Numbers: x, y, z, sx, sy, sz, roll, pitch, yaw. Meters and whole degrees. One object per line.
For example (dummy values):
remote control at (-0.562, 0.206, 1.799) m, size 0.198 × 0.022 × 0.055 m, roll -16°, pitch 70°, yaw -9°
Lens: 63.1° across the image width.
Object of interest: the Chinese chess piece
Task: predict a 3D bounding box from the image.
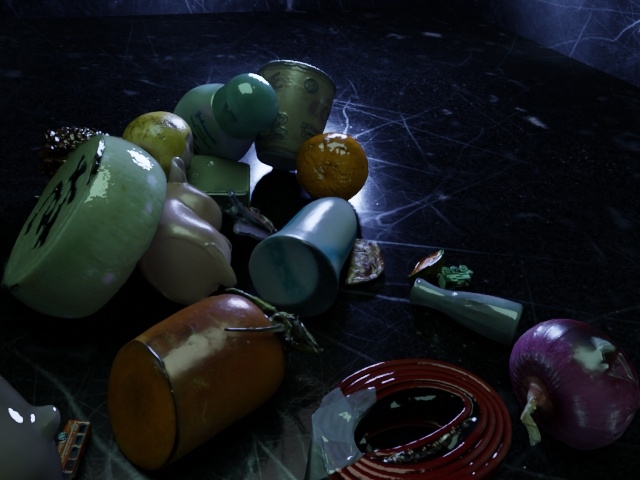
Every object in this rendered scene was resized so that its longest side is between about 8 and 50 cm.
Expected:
Chinese chess piece at (-0.436, -0.030, 0.964) m, size 0.146 × 0.349 × 0.349 m, roll 33°, pitch 22°, yaw -36°

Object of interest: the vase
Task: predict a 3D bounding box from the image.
vase at (0.290, 0.136, 1.055) m, size 0.214 × 0.086 × 0.086 m, roll 18°, pitch 39°, yaw 23°

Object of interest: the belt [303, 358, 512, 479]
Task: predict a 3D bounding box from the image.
belt at (0.122, 0.302, 0.786) m, size 0.324 × 0.115 × 0.227 m, roll -7°, pitch 37°, yaw -20°

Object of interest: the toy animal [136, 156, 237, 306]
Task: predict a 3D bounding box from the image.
toy animal at (-0.278, -0.012, 1.078) m, size 0.213 × 0.195 × 0.256 m, roll 32°, pitch 21°, yaw -26°

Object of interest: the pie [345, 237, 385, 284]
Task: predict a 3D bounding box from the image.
pie at (0.100, 0.045, 1.180) m, size 0.092 × 0.034 × 0.169 m, roll 2°, pitch 37°, yaw 1°

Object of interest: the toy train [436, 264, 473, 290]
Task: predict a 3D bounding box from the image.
toy train at (0.300, 0.083, 1.158) m, size 0.084 × 0.033 × 0.053 m, roll -3°, pitch 43°, yaw -12°

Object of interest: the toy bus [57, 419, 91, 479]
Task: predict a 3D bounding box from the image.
toy bus at (-0.370, 0.318, 0.764) m, size 0.043 × 0.031 × 0.110 m, roll 7°, pitch 36°, yaw -9°

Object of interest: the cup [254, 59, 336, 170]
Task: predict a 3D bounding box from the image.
cup at (-0.102, -0.331, 1.501) m, size 0.228 × 0.301 × 0.256 m, roll 15°, pitch 80°, yaw -10°

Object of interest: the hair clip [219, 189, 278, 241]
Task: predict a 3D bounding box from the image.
hair clip at (-0.159, -0.048, 1.190) m, size 0.056 × 0.187 × 0.146 m, roll -44°, pitch 45°, yaw 9°

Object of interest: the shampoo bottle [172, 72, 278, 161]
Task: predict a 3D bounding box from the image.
shampoo bottle at (-0.245, -0.316, 1.357) m, size 0.350 × 0.221 × 0.151 m, roll -13°, pitch 19°, yaw 48°

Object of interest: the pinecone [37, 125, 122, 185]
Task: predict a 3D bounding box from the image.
pinecone at (-0.559, -0.166, 1.236) m, size 0.222 × 0.221 × 0.221 m, roll 4°, pitch 37°, yaw -3°

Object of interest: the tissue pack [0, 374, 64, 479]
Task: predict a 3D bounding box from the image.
tissue pack at (-0.494, 0.269, 0.615) m, size 0.387 × 0.267 × 0.277 m, roll 27°, pitch 40°, yaw 26°

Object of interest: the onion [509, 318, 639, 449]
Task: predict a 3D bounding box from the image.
onion at (0.425, 0.227, 0.874) m, size 0.201 × 0.200 × 0.207 m, roll 7°, pitch 32°, yaw 2°

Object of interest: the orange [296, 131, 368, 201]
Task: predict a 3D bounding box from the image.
orange at (0.032, -0.191, 1.364) m, size 0.194 × 0.193 × 0.161 m, roll 13°, pitch 14°, yaw 10°

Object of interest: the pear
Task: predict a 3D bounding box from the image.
pear at (-0.369, -0.217, 1.210) m, size 0.178 × 0.177 × 0.178 m, roll 4°, pitch 37°, yaw -3°

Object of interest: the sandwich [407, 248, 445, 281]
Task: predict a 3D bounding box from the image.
sandwich at (0.245, 0.057, 1.170) m, size 0.026 × 0.069 × 0.101 m, roll 55°, pitch 47°, yaw -10°

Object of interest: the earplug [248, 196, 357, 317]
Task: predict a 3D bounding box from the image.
earplug at (0.000, 0.000, 1.128) m, size 0.185 × 0.184 × 0.324 m, roll 17°, pitch 33°, yaw 14°

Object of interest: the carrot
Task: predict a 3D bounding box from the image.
carrot at (-0.162, 0.186, 0.822) m, size 0.331 × 0.214 × 0.193 m, roll -22°, pitch 48°, yaw -37°

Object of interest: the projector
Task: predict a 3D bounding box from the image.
projector at (-0.314, -0.141, 1.323) m, size 0.270 × 0.088 × 0.193 m, roll 1°, pitch 38°, yaw -7°
